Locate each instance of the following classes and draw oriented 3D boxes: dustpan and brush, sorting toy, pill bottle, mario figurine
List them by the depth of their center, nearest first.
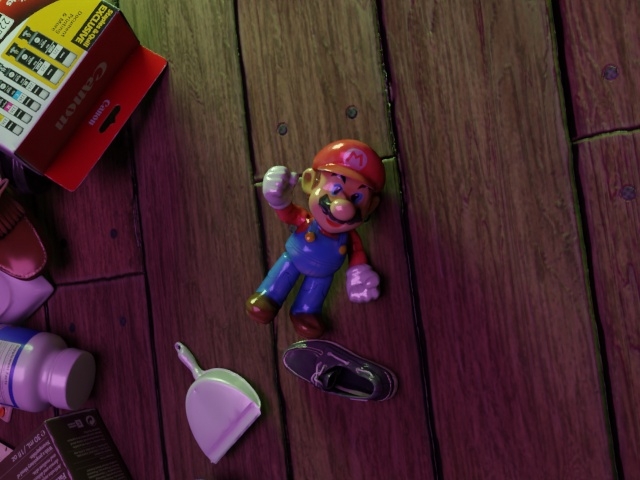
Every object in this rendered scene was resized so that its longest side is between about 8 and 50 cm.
[{"bbox_3d":[0.000,0.000,1.320,0.170,0.198,0.320,38,113,38],"label":"mario figurine"},{"bbox_3d":[-0.197,0.258,1.515,0.211,0.060,0.147,46,110,15],"label":"dustpan and brush"},{"bbox_3d":[-0.573,0.240,1.657,0.272,0.152,0.152,9,94,13],"label":"pill bottle"},{"bbox_3d":[-0.662,0.351,1.804,0.062,0.012,0.083,20,99,29],"label":"sorting toy"}]

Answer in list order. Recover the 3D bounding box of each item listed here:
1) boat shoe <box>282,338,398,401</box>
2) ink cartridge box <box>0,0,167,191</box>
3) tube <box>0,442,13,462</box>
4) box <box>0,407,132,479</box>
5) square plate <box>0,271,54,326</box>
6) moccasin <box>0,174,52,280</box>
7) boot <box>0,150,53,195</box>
[{"bbox_3d":[0.019,0.204,1.376,0.206,0.065,0.075,14,97,30],"label":"boat shoe"},{"bbox_3d":[-0.471,-0.286,1.538,0.272,0.130,0.309,30,81,13],"label":"ink cartridge box"},{"bbox_3d":[-0.673,0.534,1.790,0.070,0.062,0.240,15,94,-14],"label":"tube"},{"bbox_3d":[-0.429,0.525,1.598,0.191,0.143,0.381,-41,72,23],"label":"box"},{"bbox_3d":[-0.761,0.088,1.761,0.344,0.049,0.347,45,113,-6],"label":"square plate"},{"bbox_3d":[-0.641,-0.085,1.622,0.139,0.147,0.380,-33,97,-10],"label":"moccasin"},{"bbox_3d":[-0.642,-0.242,1.708,0.260,0.131,0.347,-8,75,17],"label":"boot"}]
